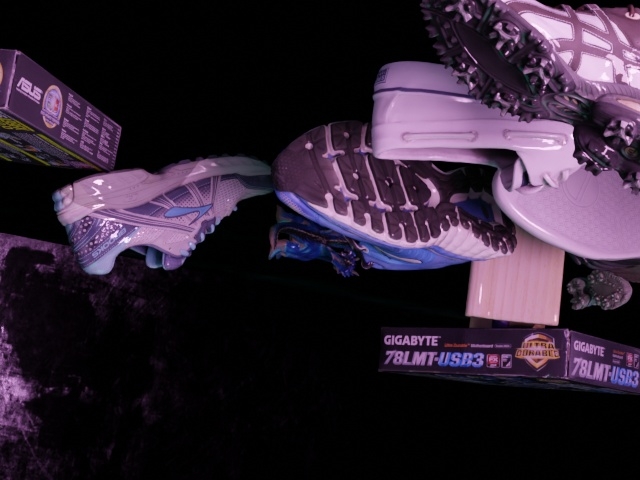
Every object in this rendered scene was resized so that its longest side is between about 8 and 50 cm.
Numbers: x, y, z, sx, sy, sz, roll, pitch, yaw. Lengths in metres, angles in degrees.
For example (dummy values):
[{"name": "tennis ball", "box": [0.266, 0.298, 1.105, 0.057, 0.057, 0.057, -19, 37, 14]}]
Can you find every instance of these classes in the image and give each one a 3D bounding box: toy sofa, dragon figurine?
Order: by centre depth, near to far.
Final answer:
[{"name": "toy sofa", "box": [0.245, 0.054, 1.467, 0.177, 0.150, 0.362, 6, 172, 10]}, {"name": "dragon figurine", "box": [0.000, 0.000, 1.578, 0.144, 0.085, 0.289, 8, 173, 6]}]

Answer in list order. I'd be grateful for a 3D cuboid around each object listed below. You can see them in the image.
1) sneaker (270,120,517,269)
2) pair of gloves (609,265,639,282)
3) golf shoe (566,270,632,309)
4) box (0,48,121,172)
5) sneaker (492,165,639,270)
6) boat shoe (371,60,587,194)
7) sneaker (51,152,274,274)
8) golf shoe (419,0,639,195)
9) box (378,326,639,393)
[{"name": "sneaker", "box": [0.064, -0.022, 1.075, 0.147, 0.130, 0.330, -25, 152, 36]}, {"name": "pair of gloves", "box": [0.464, 0.018, 1.363, 0.240, 0.042, 0.204, -2, 164, 44]}, {"name": "golf shoe", "box": [0.493, 0.078, 1.756, 0.086, 0.069, 0.176, -10, 180, -14]}, {"name": "box", "box": [-0.359, -0.138, 1.083, 0.216, 0.060, 0.270, 6, 172, 12]}, {"name": "sneaker", "box": [0.269, -0.019, 1.062, 0.295, 0.105, 0.147, 8, 168, -28]}, {"name": "boat shoe", "box": [0.166, -0.078, 0.833, 0.258, 0.084, 0.095, 9, 172, 1]}, {"name": "sneaker", "box": [-0.175, -0.029, 1.229, 0.283, 0.122, 0.110, -14, -178, -32]}, {"name": "golf shoe", "box": [0.154, -0.115, 0.644, 0.198, 0.094, 0.077, 36, 153, -6]}, {"name": "box", "box": [0.283, 0.170, 1.454, 0.293, 0.073, 0.295, -4, 167, 41]}]
